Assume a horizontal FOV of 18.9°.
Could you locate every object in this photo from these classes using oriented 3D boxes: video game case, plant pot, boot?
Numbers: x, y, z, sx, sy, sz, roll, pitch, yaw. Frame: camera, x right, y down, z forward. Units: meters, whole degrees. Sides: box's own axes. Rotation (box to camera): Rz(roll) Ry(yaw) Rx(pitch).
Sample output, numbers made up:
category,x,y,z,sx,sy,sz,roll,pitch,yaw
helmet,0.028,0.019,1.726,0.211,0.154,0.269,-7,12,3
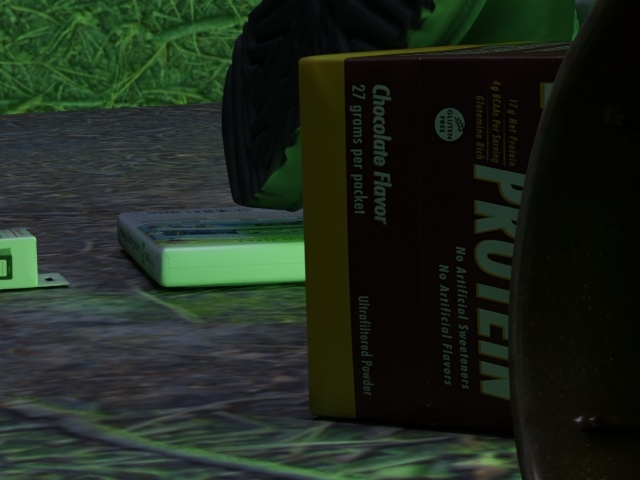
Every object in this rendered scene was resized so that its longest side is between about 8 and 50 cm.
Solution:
category,x,y,z,sx,sy,sz,roll,pitch,yaw
video game case,0.000,0.000,1.090,0.212,0.023,0.193,-2,7,-12
plant pot,0.151,0.019,0.432,0.165,0.167,0.167,5,5,-20
boot,0.209,-0.113,0.985,0.445,0.146,0.367,3,-18,-18

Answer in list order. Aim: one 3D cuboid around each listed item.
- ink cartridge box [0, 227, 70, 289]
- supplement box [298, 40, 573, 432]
category,x,y,z,sx,sy,sz,roll,pitch,yaw
ink cartridge box,-0.178,0.010,1.018,0.083,0.028,0.048,-3,8,-16
supplement box,0.122,-0.008,0.705,0.194,0.129,0.191,2,8,29
